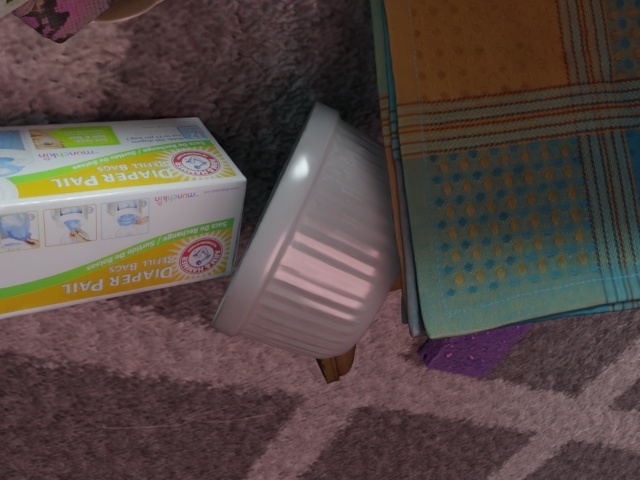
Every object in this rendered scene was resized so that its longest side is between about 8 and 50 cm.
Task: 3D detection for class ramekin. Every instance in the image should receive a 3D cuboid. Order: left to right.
[{"bbox_3d":[0.000,0.000,0.541,0.109,0.207,0.207,25,120,-6],"label":"ramekin"}]

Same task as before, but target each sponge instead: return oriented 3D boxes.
[{"bbox_3d":[0.236,0.100,0.863,0.117,0.031,0.210,16,121,-30],"label":"sponge"}]

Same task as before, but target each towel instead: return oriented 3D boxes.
[{"bbox_3d":[0.171,-0.127,0.474,0.271,0.370,0.040,-5,175,-9],"label":"towel"}]

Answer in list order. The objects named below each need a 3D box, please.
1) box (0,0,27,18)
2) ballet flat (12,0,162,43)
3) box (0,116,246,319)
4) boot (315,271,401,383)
[{"bbox_3d":[-0.117,-0.230,0.377,0.324,0.063,0.067,-28,89,9],"label":"box"},{"bbox_3d":[-0.119,-0.210,0.455,0.221,0.077,0.079,-26,151,9],"label":"ballet flat"},{"bbox_3d":[-0.177,-0.026,0.524,0.203,0.114,0.103,-10,132,-31],"label":"box"},{"bbox_3d":[0.108,0.041,0.727,0.269,0.089,0.236,-15,130,-9],"label":"boot"}]
